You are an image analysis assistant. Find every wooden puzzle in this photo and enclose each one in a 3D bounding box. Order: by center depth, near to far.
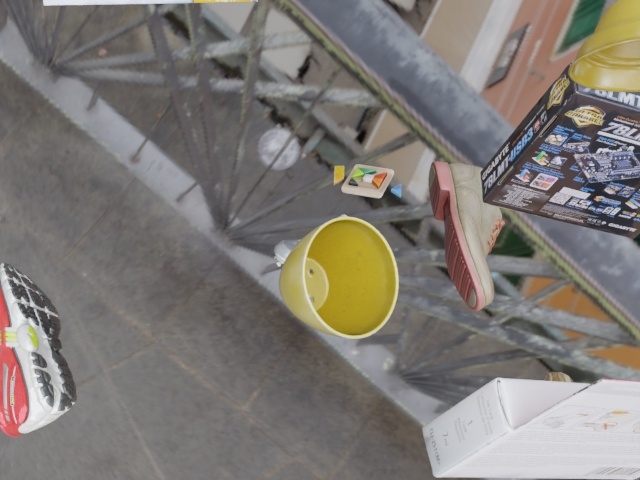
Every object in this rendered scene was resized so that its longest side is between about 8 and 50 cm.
[{"bbox_3d":[0.073,-0.095,1.539,0.116,0.014,0.079,6,39,11],"label":"wooden puzzle"}]

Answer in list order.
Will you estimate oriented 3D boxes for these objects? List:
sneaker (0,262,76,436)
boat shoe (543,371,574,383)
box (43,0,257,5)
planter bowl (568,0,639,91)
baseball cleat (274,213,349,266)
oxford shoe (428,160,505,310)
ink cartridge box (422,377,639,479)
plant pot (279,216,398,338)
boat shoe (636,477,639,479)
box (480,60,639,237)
[{"bbox_3d":[-0.430,0.146,1.363,0.118,0.279,0.107,-33,138,9],"label":"sneaker"},{"bbox_3d":[0.289,0.222,1.274,0.072,0.190,0.068,13,112,5],"label":"boat shoe"},{"bbox_3d":[-0.184,-0.335,1.053,0.233,0.044,0.159,-1,108,-1],"label":"box"},{"bbox_3d":[0.435,-0.270,1.298,0.217,0.217,0.090,3,80,-18],"label":"planter bowl"},{"bbox_3d":[0.000,0.000,1.662,0.072,0.206,0.109,39,106,24],"label":"baseball cleat"},{"bbox_3d":[0.305,-0.022,1.929,0.130,0.123,0.348,-4,56,-7],"label":"oxford shoe"},{"bbox_3d":[0.275,0.164,0.940,0.275,0.239,0.060,8,55,-29],"label":"ink cartridge box"},{"bbox_3d":[0.007,0.047,1.115,0.134,0.095,0.134,8,77,-36],"label":"plant pot"},{"bbox_3d":[0.571,0.369,1.703,0.112,0.335,0.096,16,107,2],"label":"boat shoe"},{"bbox_3d":[0.447,-0.129,1.547,0.295,0.293,0.073,12,55,-14],"label":"box"}]
